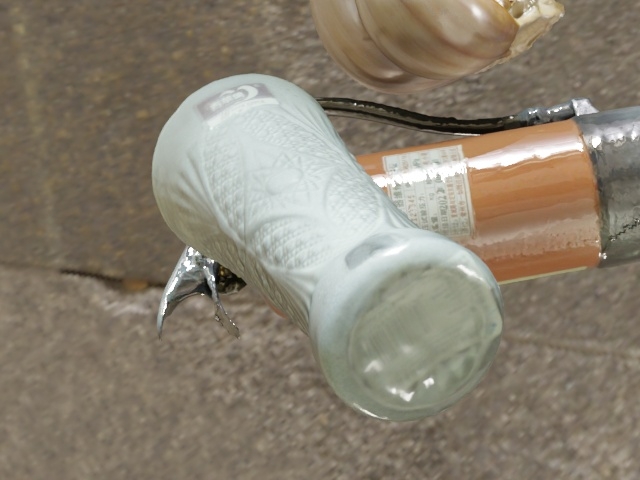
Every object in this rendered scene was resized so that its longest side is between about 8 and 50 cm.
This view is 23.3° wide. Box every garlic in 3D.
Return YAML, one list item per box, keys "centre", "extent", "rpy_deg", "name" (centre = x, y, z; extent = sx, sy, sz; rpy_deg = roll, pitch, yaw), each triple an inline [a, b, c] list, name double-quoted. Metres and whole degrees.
- centre: [0.067, -0.186, 1.198]
  extent: [0.191, 0.214, 0.160]
  rpy_deg: [44, 123, 1]
  name: "garlic"

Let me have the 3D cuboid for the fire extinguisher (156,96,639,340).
- centre: [0.058, -0.027, 1.145]
  extent: [0.376, 0.200, 0.113]
  rpy_deg: [-11, 121, -2]
  name: "fire extinguisher"

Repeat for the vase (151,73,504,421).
- centre: [0.000, 0.000, 0.673]
  extent: [0.219, 0.096, 0.096]
  rpy_deg: [-136, 46, -61]
  name: "vase"
